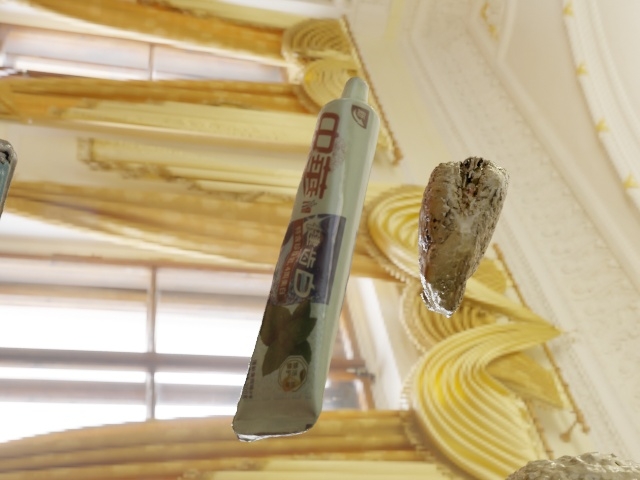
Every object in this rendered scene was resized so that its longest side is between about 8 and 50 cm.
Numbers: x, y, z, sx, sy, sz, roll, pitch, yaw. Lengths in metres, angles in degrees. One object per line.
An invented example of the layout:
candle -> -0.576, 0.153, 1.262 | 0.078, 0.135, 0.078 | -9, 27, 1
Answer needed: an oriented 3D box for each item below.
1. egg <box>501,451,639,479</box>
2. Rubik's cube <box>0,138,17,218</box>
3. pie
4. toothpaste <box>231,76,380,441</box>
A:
egg -> 0.235, 0.324, 0.753 | 0.279, 0.310, 0.279 | 168, -90, -70
Rubik's cube -> -0.588, -0.016, 0.955 | 0.318, 0.316, 0.313 | 5, 103, -69
pie -> 0.133, -0.006, 0.855 | 0.193, 0.079, 0.163 | -29, 133, -81
toothpaste -> 0.000, 0.000, 0.489 | 0.060, 0.038, 0.233 | -13, -127, 41
